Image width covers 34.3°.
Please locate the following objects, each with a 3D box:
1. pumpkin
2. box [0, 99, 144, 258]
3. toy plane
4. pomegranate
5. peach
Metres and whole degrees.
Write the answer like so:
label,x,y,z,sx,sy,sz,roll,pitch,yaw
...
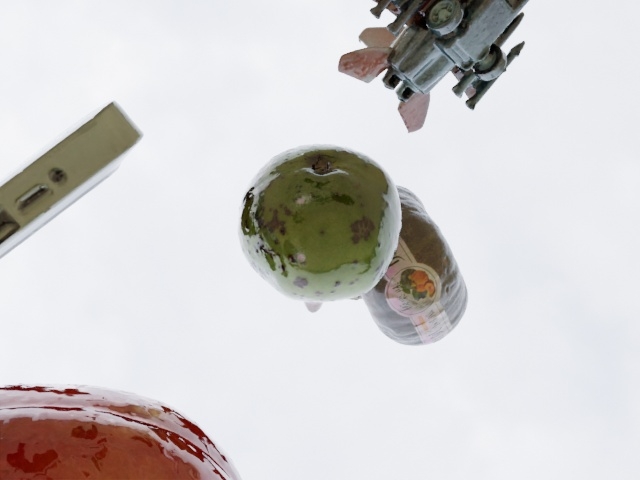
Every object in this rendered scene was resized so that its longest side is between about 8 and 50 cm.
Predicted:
label,x,y,z,sx,sy,sz,roll,pitch,yaw
pumpkin,0.105,0.042,1.585,0.189,0.260,0.260,-26,-114,4
box,-0.429,-0.068,1.529,0.367,0.373,0.090,-39,-75,-6
toy plane,0.171,-0.251,1.033,0.223,0.326,0.104,34,-156,-44
pomegranate,0.000,0.000,1.312,0.214,0.248,0.214,1,-133,-1
peach,-0.234,0.272,0.865,0.369,0.370,0.370,6,-122,-9
